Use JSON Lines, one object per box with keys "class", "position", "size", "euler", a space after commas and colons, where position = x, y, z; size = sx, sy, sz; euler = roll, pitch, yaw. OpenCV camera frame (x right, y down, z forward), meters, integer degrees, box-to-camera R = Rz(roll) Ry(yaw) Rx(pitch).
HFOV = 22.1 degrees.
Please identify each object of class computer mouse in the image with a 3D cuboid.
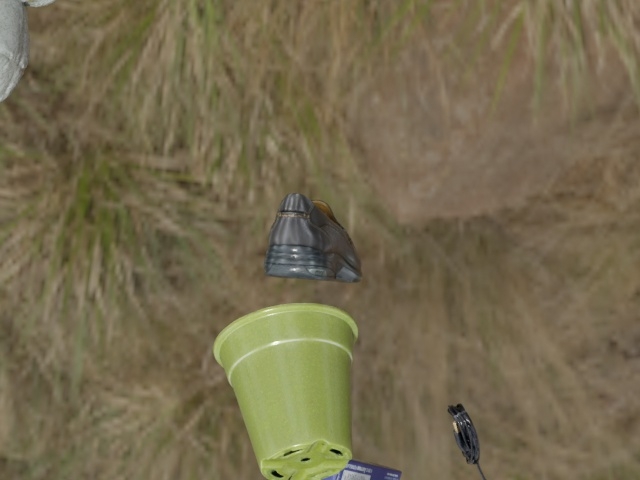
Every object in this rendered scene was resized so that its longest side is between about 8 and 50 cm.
{"class": "computer mouse", "position": [0.158, 0.258, 1.645], "size": [0.041, 0.071, 0.242], "euler": [-21, 120, 0]}

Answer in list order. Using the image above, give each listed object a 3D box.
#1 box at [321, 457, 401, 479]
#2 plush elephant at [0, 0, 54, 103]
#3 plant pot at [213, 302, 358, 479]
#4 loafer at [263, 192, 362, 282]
{"class": "box", "position": [-0.002, 0.284, 1.315], "size": [0.036, 0.225, 0.136], "euler": [13, 173, 25]}
{"class": "plush elephant", "position": [-0.350, -0.195, 1.374], "size": [0.255, 0.272, 0.330], "euler": [34, 173, -18]}
{"class": "plant pot", "position": [-0.014, 0.089, 0.909], "size": [0.083, 0.079, 0.083], "euler": [-7, 149, -4]}
{"class": "loafer", "position": [0.000, 0.000, 1.241], "size": [0.062, 0.061, 0.170], "euler": [4, 178, 8]}
